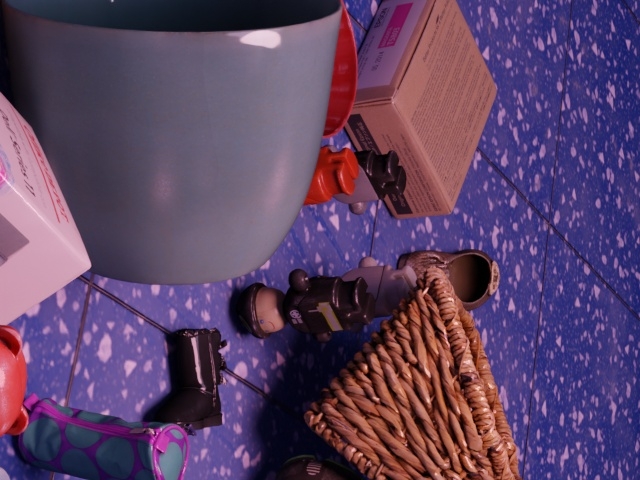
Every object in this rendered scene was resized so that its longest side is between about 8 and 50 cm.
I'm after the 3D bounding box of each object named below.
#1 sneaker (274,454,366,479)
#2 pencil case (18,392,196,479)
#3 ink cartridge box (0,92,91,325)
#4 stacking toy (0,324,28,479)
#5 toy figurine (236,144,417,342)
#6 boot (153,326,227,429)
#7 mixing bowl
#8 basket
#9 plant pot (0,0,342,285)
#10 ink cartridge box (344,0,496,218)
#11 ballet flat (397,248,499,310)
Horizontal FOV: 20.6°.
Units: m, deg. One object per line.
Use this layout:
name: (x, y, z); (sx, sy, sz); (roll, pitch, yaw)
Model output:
sneaker: (-0.017, 0.449, 1.753); (0.202, 0.185, 0.483); (33, 57, -59)
pencil case: (-0.186, 0.177, 1.526); (0.064, 0.151, 0.070); (-54, 141, -43)
ink cartridge box: (-0.294, -0.066, 1.312); (0.353, 0.119, 0.207); (53, 4, -43)
stacking toy: (-0.281, 0.218, 1.247); (0.279, 0.130, 0.309); (-80, 173, -47)
toy figurine: (0.000, 0.000, 1.894); (0.209, 0.148, 0.213); (-11, 94, -66)
boot: (-0.129, 0.137, 1.738); (0.121, 0.045, 0.099); (0, 88, -67)
mixing bowl: (-0.046, -0.195, 1.874); (0.181, 0.098, 0.181); (14, 74, -60)
basket: (0.150, 0.197, 1.903); (0.223, 0.213, 0.299); (-49, 159, -6)
plant pot: (-0.132, -0.097, 1.547); (0.293, 0.293, 0.235); (-28, 125, -58)
ink cartridge box: (0.122, -0.175, 2.173); (0.193, 0.088, 0.235); (59, 40, -35)
ballet flat: (0.179, 0.047, 2.270); (0.250, 0.058, 0.084); (10, 78, -59)
